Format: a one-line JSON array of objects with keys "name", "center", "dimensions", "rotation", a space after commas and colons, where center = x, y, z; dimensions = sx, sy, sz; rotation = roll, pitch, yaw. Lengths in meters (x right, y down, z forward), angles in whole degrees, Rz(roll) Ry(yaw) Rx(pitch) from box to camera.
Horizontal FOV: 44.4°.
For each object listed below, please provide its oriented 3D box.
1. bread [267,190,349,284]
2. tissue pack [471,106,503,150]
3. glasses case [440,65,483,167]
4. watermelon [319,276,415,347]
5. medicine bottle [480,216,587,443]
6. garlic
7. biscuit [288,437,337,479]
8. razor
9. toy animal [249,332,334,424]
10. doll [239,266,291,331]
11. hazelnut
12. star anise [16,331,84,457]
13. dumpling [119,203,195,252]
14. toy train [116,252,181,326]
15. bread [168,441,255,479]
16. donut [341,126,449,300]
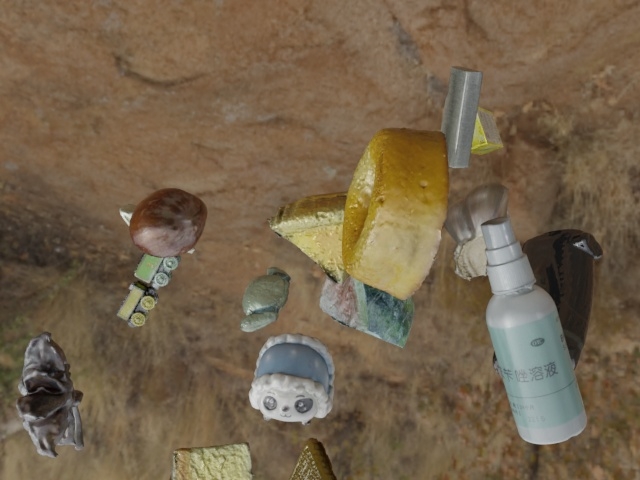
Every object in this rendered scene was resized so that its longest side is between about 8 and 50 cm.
[{"name": "bread", "center": [0.000, 0.000, 1.513], "dimensions": [0.169, 0.140, 0.160], "rotation": [-8, 112, 14]}, {"name": "tissue pack", "center": [0.378, -0.261, 1.876], "dimensions": [0.062, 0.095, 0.176], "rotation": [-19, 176, 24]}, {"name": "glasses case", "center": [0.292, -0.261, 1.662], "dimensions": [0.047, 0.205, 0.071], "rotation": [-7, -156, -29]}, {"name": "watermelon", "center": [0.100, 0.138, 2.170], "dimensions": [0.258, 0.388, 0.228], "rotation": [-26, 174, 40]}, {"name": "medicine bottle", "center": [0.319, 0.136, 1.224], "dimensions": [0.110, 0.352, 0.110], "rotation": [-17, -172, 2]}, {"name": "garlic", "center": [0.455, -0.032, 2.162], "dimensions": [0.210, 0.292, 0.237], "rotation": [-27, 109, 36]}, {"name": "biscuit", "center": [-0.036, 0.551, 1.616], "dimensions": [0.029, 0.172, 0.255], "rotation": [13, 113, -26]}, {"name": "razor", "center": [0.495, 0.143, 1.705], "dimensions": [0.113, 0.349, 0.204], "rotation": [35, 152, -25]}, {"name": "toy animal", "center": [-0.069, 0.336, 1.918], "dimensions": [0.208, 0.204, 0.156], "rotation": [7, 133, 6]}, {"name": "doll", "center": [-0.126, 0.129, 1.802], "dimensions": [0.103, 0.214, 0.072], "rotation": [-7, 123, 22]}, {"name": "hazelnut", "center": [-0.295, -0.033, 1.536], "dimensions": [0.143, 0.154, 0.143], "rotation": [20, 122, 35]}, {"name": "star anise", "center": [-0.656, 0.392, 1.883], "dimensions": [0.139, 0.360, 0.316], "rotation": [-5, -171, 4]}, {"name": "dumpling", "center": [-0.398, -0.031, 1.993], "dimensions": [0.228, 0.124, 0.151], "rotation": [38, -165, 20]}, {"name": "toy train", "center": [-0.379, 0.094, 1.717], "dimensions": [0.081, 0.202, 0.060], "rotation": [30, -174, -8]}, {"name": "bread", "center": [-0.184, 0.414, 1.326], "dimensions": [0.147, 0.127, 0.152], "rotation": [-6, 122, -13]}, {"name": "donut", "center": [0.110, -0.051, 1.242], "dimensions": [0.108, 0.278, 0.277], "rotation": [13, 154, -11]}]
